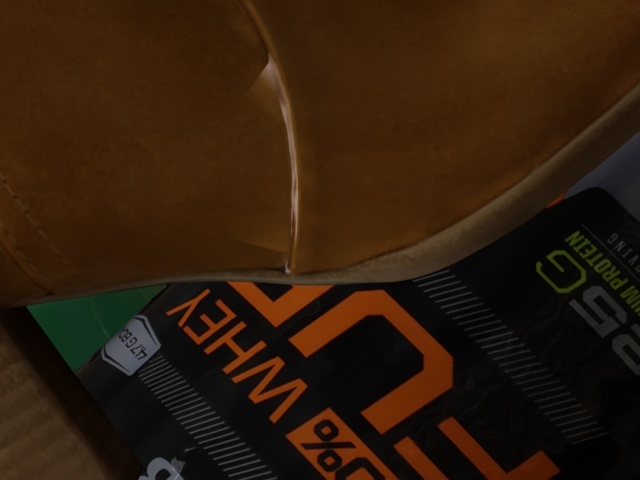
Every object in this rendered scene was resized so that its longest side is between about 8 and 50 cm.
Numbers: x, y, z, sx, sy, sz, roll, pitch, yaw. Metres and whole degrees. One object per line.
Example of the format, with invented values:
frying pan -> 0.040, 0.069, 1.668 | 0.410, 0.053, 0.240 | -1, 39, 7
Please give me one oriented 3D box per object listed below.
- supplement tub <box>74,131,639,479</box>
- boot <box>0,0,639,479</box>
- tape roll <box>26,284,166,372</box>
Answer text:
supplement tub -> 0.030, 0.076, 0.692 | 0.207, 0.338, 0.207 | 45, 174, 6
boot -> -0.042, -0.071, 0.483 | 0.211, 0.295, 0.104 | 54, 175, -4
tape roll -> -0.249, 0.132, 1.503 | 0.077, 0.321, 0.321 | 58, 174, 8
